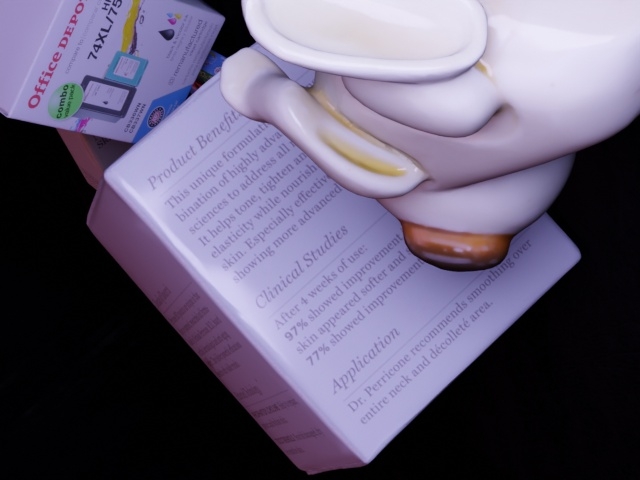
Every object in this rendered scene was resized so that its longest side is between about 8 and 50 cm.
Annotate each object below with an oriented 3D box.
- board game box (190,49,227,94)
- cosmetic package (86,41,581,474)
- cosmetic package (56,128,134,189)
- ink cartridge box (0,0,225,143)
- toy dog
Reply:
[{"bbox_3d":[-0.114,-0.172,2.159,0.160,0.039,0.211,31,159,47],"label":"board game box"},{"bbox_3d":[0.000,0.000,1.717,0.393,0.329,0.327,49,165,0],"label":"cosmetic package"},{"bbox_3d":[-0.328,-0.208,2.433,0.113,0.160,0.309,36,162,34],"label":"cosmetic package"},{"bbox_3d":[-0.304,-0.258,1.943,0.197,0.198,0.270,37,-163,33],"label":"ink cartridge box"},{"bbox_3d":[0.123,-0.149,1.232,0.395,0.284,0.408,10,158,1],"label":"toy dog"}]
